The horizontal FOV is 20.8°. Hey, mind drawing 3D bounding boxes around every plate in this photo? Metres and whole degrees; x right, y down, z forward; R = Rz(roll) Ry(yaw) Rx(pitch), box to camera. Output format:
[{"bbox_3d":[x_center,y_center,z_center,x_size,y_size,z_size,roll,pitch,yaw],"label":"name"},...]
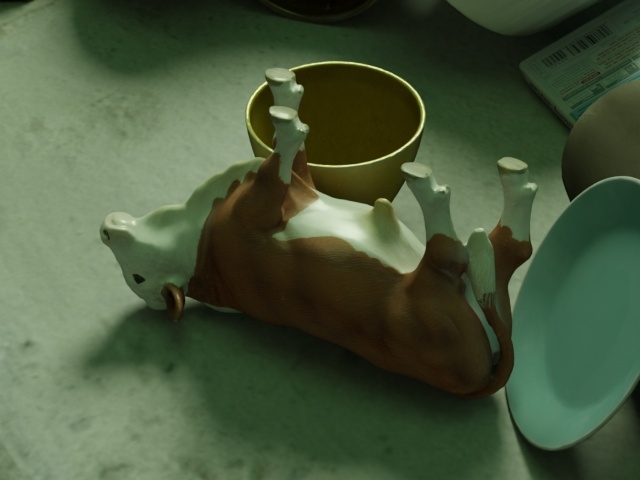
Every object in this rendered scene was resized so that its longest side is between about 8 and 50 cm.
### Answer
[{"bbox_3d":[0.180,0.050,1.149,0.024,0.188,0.188,19,35,-22],"label":"plate"}]

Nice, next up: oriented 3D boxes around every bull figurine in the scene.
[{"bbox_3d":[0.000,0.000,1.209,0.310,0.188,0.101,20,30,14],"label":"bull figurine"}]

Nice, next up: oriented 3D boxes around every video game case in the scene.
[{"bbox_3d":[0.299,-0.141,1.427,0.212,0.023,0.193,-30,46,-5],"label":"video game case"}]

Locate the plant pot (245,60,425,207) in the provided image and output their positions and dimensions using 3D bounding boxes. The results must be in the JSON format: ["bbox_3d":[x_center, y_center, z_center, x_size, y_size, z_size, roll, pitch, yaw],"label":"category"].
[{"bbox_3d":[0.012,-0.059,1.327,0.134,0.095,0.134,-1,40,1],"label":"plant pot"}]

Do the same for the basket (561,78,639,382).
[{"bbox_3d":[0.265,-0.007,1.220,0.154,0.204,0.227,30,19,-29],"label":"basket"}]

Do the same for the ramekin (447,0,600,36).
[{"bbox_3d":[0.162,-0.308,1.494,0.135,0.277,0.277,-32,26,34],"label":"ramekin"}]

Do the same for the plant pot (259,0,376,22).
[{"bbox_3d":[0.013,-0.308,1.579,0.167,0.167,0.165,11,35,14],"label":"plant pot"}]
